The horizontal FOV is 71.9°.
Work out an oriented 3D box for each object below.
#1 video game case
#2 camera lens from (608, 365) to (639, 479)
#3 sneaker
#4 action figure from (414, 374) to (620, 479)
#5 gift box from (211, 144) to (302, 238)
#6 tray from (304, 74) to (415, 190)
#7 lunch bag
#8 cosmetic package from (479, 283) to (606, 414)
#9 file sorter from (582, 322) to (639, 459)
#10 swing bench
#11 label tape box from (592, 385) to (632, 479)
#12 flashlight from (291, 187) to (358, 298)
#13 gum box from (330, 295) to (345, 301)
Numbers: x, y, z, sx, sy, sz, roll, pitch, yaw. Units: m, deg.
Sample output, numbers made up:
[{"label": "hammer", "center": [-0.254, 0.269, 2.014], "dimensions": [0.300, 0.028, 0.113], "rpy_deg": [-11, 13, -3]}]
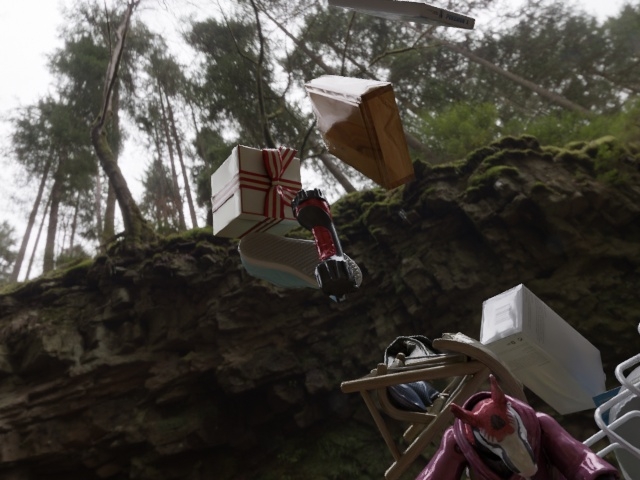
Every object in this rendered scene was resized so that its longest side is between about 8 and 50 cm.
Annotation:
[{"label": "video game case", "center": [0.237, -0.665, 1.282], "dimensions": [0.299, 0.328, 0.036], "rpy_deg": [-18, -53, -44]}, {"label": "camera lens", "center": [0.670, 0.344, 0.814], "dimensions": [0.274, 0.219, 0.220], "rpy_deg": [4, -55, -50]}, {"label": "sneaker", "center": [-0.059, 0.083, 1.300], "dimensions": [0.365, 0.135, 0.150], "rpy_deg": [19, -33, 8]}, {"label": "action figure", "center": [0.244, 0.280, 0.511], "dimensions": [0.247, 0.276, 0.371], "rpy_deg": [-14, -66, 25]}, {"label": "gift box", "center": [-0.182, -0.152, 1.423], "dimensions": [0.276, 0.256, 0.258], "rpy_deg": [0, -17, -36]}, {"label": "tray", "center": [0.075, -0.274, 1.053], "dimensions": [0.076, 0.411, 0.203], "rpy_deg": [-26, -63, -8]}, {"label": "lunch bag", "center": [0.292, 0.384, 1.162], "dimensions": [0.169, 0.287, 0.235], "rpy_deg": [-44, -85, 4]}, {"label": "cosmetic package", "center": [0.665, 0.329, 1.320], "dimensions": [0.365, 0.197, 0.155], "rpy_deg": [40, -47, -11]}, {"label": "file sorter", "center": [0.435, 0.230, 0.506], "dimensions": [0.192, 0.173, 0.278], "rpy_deg": [-9, -61, -29]}, {"label": "swing bench", "center": [0.209, 0.260, 0.790], "dimensions": [0.254, 0.165, 0.253], "rpy_deg": [-32, -18, 10]}, {"label": "label tape box", "center": [0.874, 0.514, 1.098], "dimensions": [0.240, 0.106, 0.334], "rpy_deg": [-26, -82, 8]}, {"label": "flashlight", "center": [0.000, 0.000, 1.096], "dimensions": [0.103, 0.304, 0.103], "rpy_deg": [-25, -42, 11]}, {"label": "gum box", "center": [0.038, 0.152, 1.781], "dimensions": [0.041, 0.184, 0.157], "rpy_deg": [-17, -81, -14]}]
